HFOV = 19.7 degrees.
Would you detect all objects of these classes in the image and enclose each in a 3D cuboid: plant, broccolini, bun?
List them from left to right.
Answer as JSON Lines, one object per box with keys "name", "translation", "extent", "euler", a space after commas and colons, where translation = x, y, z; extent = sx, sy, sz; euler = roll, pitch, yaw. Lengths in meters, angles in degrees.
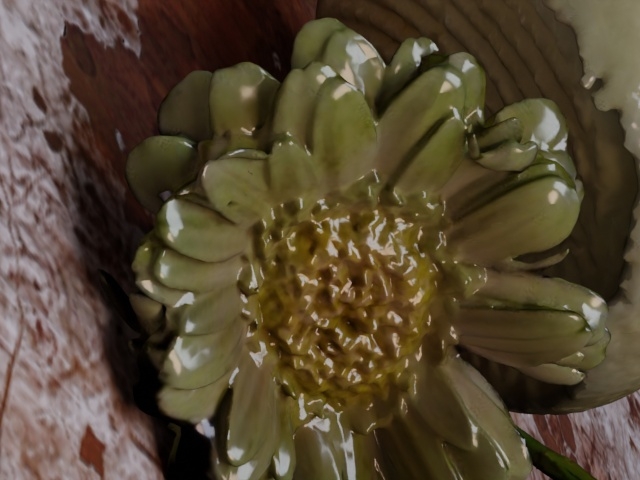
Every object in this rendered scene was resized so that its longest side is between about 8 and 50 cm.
{"name": "plant", "translation": [-0.017, 0.016, 1.021], "extent": [0.261, 0.306, 0.297], "euler": [-11, 39, -46]}
{"name": "broccolini", "translation": [0.133, 0.147, 1.239], "extent": [0.071, 0.254, 0.057], "euler": [-22, 139, -37]}
{"name": "bun", "translation": [0.152, -0.077, 1.188], "extent": [0.202, 0.364, 0.364], "euler": [-19, 93, -27]}
